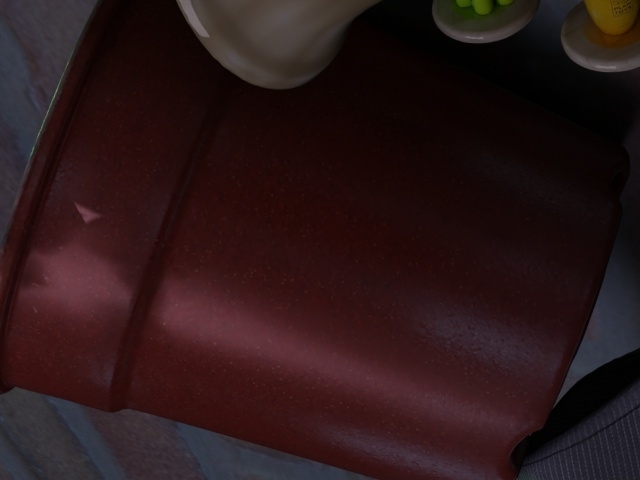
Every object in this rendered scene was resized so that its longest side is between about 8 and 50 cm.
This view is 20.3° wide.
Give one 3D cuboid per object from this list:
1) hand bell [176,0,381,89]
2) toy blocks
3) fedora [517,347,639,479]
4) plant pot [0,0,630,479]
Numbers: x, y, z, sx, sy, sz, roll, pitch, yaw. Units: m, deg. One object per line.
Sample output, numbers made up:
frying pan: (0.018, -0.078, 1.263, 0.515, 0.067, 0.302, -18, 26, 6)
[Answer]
hand bell: (0.064, -0.144, 0.719, 0.242, 0.126, 0.126, -10, 132, 39)
toy blocks: (0.092, -0.151, 0.791, 0.123, 0.054, 0.148, 16, 146, 28)
fedora: (0.198, 0.112, 0.926, 0.124, 0.275, 0.244, 59, 169, 1)
plant pot: (0.000, 0.000, 0.922, 0.265, 0.272, 0.272, 22, 150, 1)
